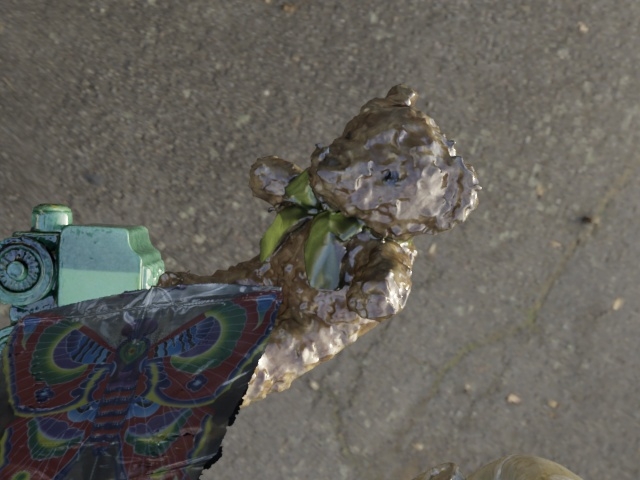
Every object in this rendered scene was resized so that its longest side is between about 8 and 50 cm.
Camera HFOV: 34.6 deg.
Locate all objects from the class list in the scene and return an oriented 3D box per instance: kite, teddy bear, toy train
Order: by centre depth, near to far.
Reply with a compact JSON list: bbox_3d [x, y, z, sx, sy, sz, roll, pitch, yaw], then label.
[{"bbox_3d":[-0.105,0.116,0.445,0.152,0.285,0.015,-7,126,13],"label":"kite"},{"bbox_3d":[-0.009,0.001,0.970,0.296,0.246,0.223,-16,129,-22],"label":"teddy bear"},{"bbox_3d":[-0.333,0.101,1.408,0.238,0.167,0.299,4,94,4],"label":"toy train"}]

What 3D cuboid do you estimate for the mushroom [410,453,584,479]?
[{"bbox_3d":[0.183,0.291,0.995,0.189,0.254,0.195,-36,94,17],"label":"mushroom"}]
